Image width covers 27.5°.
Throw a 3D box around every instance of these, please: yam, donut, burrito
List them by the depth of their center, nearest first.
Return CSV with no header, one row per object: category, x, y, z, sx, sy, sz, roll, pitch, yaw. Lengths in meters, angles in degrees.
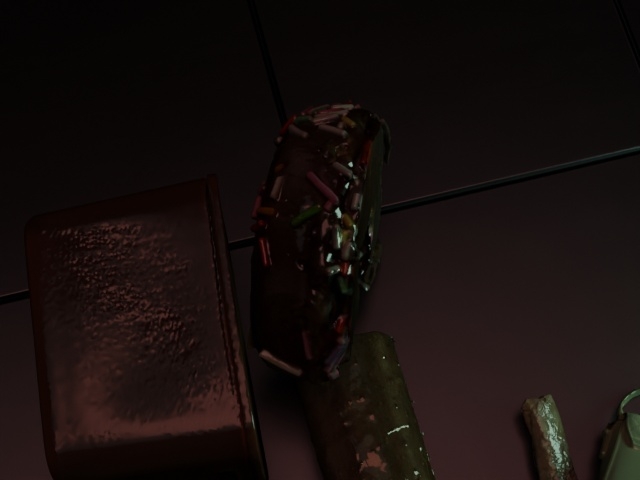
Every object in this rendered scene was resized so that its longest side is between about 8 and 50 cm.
donut,0.001,-0.022,1.513,0.136,0.259,0.345,5,37,8
yam,0.058,0.236,1.546,0.129,0.128,0.238,-31,62,24
burrito,0.281,0.268,1.577,0.051,0.042,0.171,1,71,-33

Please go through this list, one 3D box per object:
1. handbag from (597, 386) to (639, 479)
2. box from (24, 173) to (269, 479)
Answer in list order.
handbag,0.458,0.279,1.557,0.256,0.079,0.219,18,52,12
box,-0.201,0.126,1.528,0.229,0.239,0.339,-9,69,-2
